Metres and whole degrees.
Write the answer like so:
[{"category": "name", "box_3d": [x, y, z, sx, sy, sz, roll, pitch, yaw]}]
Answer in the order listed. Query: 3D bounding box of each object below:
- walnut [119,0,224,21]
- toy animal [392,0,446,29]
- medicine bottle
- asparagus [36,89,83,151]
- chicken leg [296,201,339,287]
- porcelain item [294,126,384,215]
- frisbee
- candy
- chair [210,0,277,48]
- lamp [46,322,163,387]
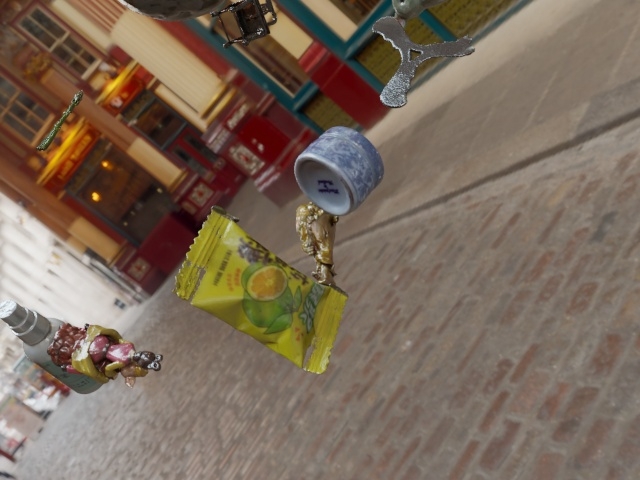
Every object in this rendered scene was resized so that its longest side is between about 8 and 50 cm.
[{"category": "walnut", "box_3d": [-0.230, -0.446, 1.025, 0.224, 0.224, 0.224, -48, 12, 14]}, {"category": "toy animal", "box_3d": [0.253, -0.631, 1.731, 0.251, 0.125, 0.127, -38, 3, 32]}, {"category": "medicine bottle", "box_3d": [-0.618, 0.241, 1.544, 0.110, 0.110, 0.352, -56, -31, -23]}, {"category": "asparagus", "box_3d": [-0.636, -0.297, 1.647, 0.023, 0.022, 0.233, -37, 28, 43]}, {"category": "chicken leg", "box_3d": [0.000, 0.002, 1.357, 0.101, 0.085, 0.207, 119, 148, -45]}, {"category": "porcelain item", "box_3d": [0.038, -0.133, 1.260, 0.114, 0.147, 0.147, -45, 8, -29]}, {"category": "frisbee", "box_3d": [0.189, -0.338, 1.231, 0.012, 0.187, 0.211, 59, -151, -64]}, {"category": "candy", "box_3d": [-0.089, 0.086, 1.103, 0.081, 0.297, 0.187, -36, 27, 48]}, {"category": "chair", "box_3d": [-0.177, -0.615, 1.828, 0.113, 0.106, 0.229, 9, 39, 45]}, {"category": "lamp", "box_3d": [-0.448, 0.247, 1.424, 0.118, 0.253, 0.118, 11, -90, -85]}]
